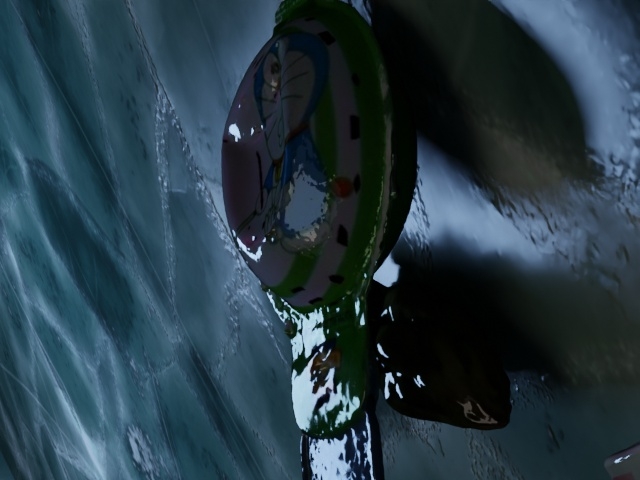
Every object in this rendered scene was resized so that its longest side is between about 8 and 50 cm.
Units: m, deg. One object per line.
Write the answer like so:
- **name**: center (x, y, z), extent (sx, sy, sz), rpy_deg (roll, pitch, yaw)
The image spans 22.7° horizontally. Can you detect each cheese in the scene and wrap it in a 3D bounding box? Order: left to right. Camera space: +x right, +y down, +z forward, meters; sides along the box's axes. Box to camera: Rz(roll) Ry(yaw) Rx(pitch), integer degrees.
- **cheese**: center (0.000, 0.000, 0.935), extent (0.204, 0.083, 0.320), rpy_deg (-29, 61, 60)

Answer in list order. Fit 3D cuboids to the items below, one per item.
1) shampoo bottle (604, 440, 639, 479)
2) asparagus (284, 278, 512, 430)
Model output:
- **shampoo bottle**: center (0.182, 0.140, 0.769), extent (0.099, 0.043, 0.072), rpy_deg (65, 160, 9)
- **asparagus**: center (0.048, 0.059, 0.988), extent (0.287, 0.080, 0.080), rpy_deg (-146, 39, -65)
